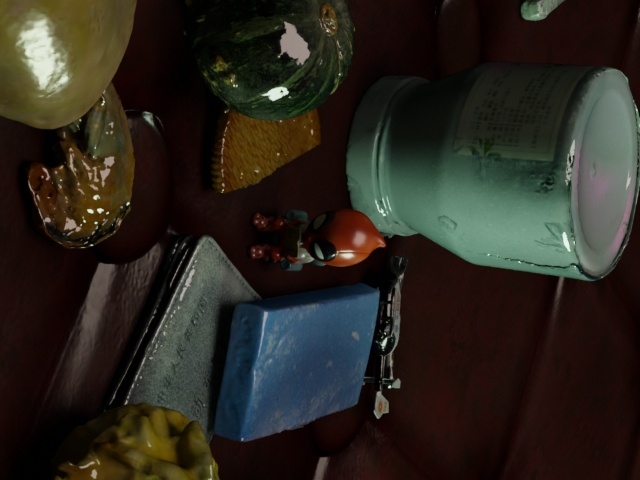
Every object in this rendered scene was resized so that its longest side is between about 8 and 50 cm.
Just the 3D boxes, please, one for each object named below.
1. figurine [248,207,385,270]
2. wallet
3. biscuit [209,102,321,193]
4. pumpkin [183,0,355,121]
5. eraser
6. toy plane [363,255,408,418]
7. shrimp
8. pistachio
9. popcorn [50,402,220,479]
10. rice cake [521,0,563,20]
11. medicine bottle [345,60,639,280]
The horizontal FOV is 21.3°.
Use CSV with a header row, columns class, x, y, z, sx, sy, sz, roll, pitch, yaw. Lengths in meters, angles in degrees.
class,x,y,z,sx,sy,sz,roll,pitch,yaw
figurine,0.000,0.000,1.804,0.075,0.140,0.068,9,84,-59
wallet,-0.132,0.117,1.706,0.167,0.036,0.222,54,51,-49
biscuit,-0.061,-0.127,1.788,0.206,0.025,0.126,-32,123,-54
pumpkin,-0.049,-0.207,1.673,0.190,0.146,0.190,-17,90,-71
eraser,-0.019,0.127,1.843,0.312,0.042,0.144,-5,108,-66
toy plane,0.075,0.116,2.042,0.078,0.053,0.197,6,86,-68
shrimp,-0.215,-0.116,1.495,0.117,0.066,0.262,-39,126,-50
pistachio,-0.230,-0.216,1.358,0.212,0.163,0.260,-38,139,-7
popcorn,-0.164,0.251,1.532,0.189,0.169,0.218,88,7,-63
rice cake,0.338,-0.357,2.408,0.207,0.033,0.033,-41,128,-49
medicine bottle,0.199,-0.086,1.978,0.245,0.290,0.245,-15,107,-59
